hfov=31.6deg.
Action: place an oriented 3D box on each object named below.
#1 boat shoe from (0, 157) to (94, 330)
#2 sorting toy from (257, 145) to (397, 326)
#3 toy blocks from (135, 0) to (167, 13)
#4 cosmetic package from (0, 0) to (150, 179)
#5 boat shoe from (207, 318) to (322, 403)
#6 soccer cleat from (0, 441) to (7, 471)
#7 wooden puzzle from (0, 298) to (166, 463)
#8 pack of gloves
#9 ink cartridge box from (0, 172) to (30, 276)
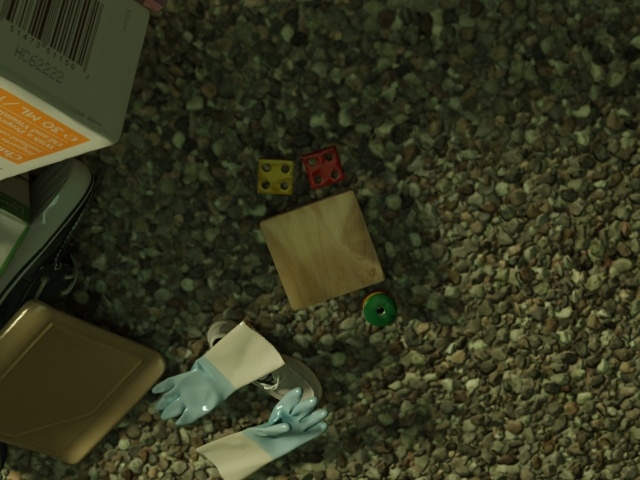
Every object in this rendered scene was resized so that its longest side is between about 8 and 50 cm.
[{"bbox_3d":[-0.378,0.036,1.488,0.119,0.121,0.335,30,114,-25],"label":"boat shoe"},{"bbox_3d":[0.000,0.000,1.506,0.132,0.046,0.275,-19,107,5],"label":"sorting toy"},{"bbox_3d":[-0.281,-0.332,1.272,0.260,0.288,0.309,39,100,-9],"label":"toy blocks"},{"bbox_3d":[-0.420,-0.172,1.184,0.453,0.162,0.230,-11,150,41],"label":"cosmetic package"},{"bbox_3d":[-0.075,0.175,1.550,0.184,0.063,0.066,42,102,-12],"label":"boat shoe"},{"bbox_3d":[-0.536,0.220,1.527,0.093,0.121,0.289,-37,104,10],"label":"soccer cleat"},{"bbox_3d":[-0.361,0.192,1.527,0.221,0.044,0.238,-46,133,12],"label":"wooden puzzle"},{"bbox_3d":[-0.116,0.238,1.538,0.195,0.046,0.232,45,123,-14],"label":"pack of gloves"},{"bbox_3d":[-0.435,-0.021,1.399,0.092,0.219,0.160,28,106,-24],"label":"ink cartridge box"}]
